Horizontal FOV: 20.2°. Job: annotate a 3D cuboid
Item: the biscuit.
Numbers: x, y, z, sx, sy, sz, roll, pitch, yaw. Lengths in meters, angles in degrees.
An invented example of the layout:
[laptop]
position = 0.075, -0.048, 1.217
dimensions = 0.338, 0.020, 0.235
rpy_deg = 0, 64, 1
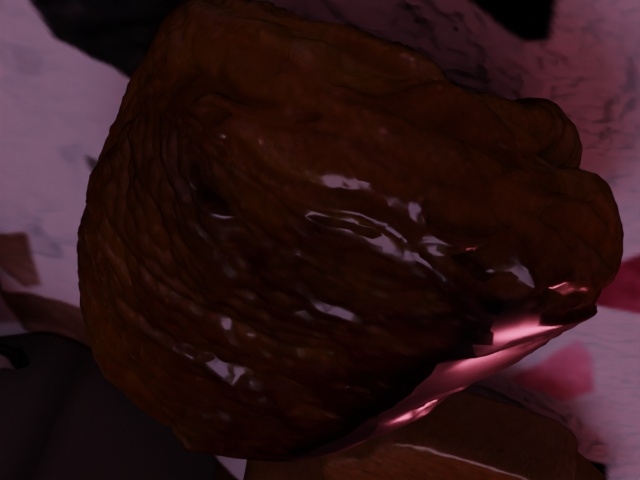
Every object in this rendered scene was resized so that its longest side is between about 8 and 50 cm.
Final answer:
[biscuit]
position = 0.052, 0.139, 0.807
dimensions = 0.186, 0.044, 0.295
rpy_deg = 16, 150, -1

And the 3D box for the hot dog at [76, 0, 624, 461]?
[hot dog]
position = 0.001, 0.003, 0.566
dimensions = 0.160, 0.099, 0.227
rpy_deg = 28, 149, -14

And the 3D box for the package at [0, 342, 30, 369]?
[package]
position = -0.257, -0.013, 0.722
dimensions = 0.204, 0.062, 0.251
rpy_deg = -3, 139, 30

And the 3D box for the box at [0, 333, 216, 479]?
[box]
position = -0.169, 0.138, 0.839
dimensions = 0.243, 0.135, 0.163
rpy_deg = -10, 139, 38
